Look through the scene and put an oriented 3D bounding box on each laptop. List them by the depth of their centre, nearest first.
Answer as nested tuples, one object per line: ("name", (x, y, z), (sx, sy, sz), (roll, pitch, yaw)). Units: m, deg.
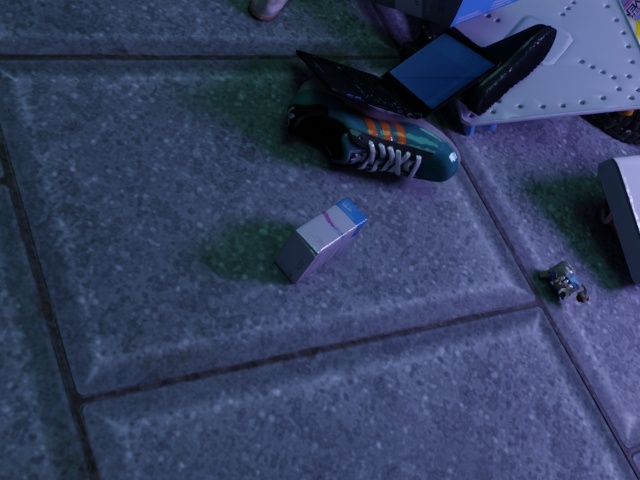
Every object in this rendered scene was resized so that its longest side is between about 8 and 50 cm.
("laptop", (0.124, -0.308, 1.461), (0.264, 0.136, 0.234), (14, 21, -22))

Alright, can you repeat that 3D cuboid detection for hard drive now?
("hard drive", (0.681, -0.055, 1.657), (0.353, 0.047, 0.233), (-9, 80, -38))

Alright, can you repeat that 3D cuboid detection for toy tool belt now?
("toy tool belt", (0.416, 0.079, 1.482), (0.051, 0.052, 0.083), (-25, 64, -5))

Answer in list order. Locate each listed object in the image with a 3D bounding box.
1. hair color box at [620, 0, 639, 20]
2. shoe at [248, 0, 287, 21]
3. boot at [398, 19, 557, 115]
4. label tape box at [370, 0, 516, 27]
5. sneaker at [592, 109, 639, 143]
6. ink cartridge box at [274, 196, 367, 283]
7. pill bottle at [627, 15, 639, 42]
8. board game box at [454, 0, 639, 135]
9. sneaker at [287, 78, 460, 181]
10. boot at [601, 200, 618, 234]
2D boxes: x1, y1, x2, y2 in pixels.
("hair color box", (0.648, -0.694, 2.131), (0.375, 0.113, 0.185), (29, 48, -7))
("shoe", (-0.072, -0.494, 1.633), (0.077, 0.058, 0.219), (27, 48, -8))
("boot", (0.295, -0.370, 1.633), (0.246, 0.094, 0.207), (-42, 68, -15))
("label tape box", (0.282, -0.495, 1.647), (0.241, 0.105, 0.334), (-28, 42, -33))
("sneaker", (0.613, -0.332, 1.833), (0.330, 0.129, 0.147), (33, 50, -3))
("ink cartridge box", (0.000, 0.000, 1.284), (0.052, 0.088, 0.122), (46, 49, 9))
("pill bottle", (0.728, -0.433, 1.977), (0.215, 0.117, 0.117), (19, 50, -14))
("board game box", (0.432, -0.384, 1.731), (0.390, 0.050, 0.389), (-6, 57, -3))
("sneaker", (0.083, -0.156, 1.440), (0.302, 0.108, 0.121), (23, 49, 0))
("boot", (0.592, -0.071, 1.677), (0.085, 0.059, 0.158), (29, 49, 0))
